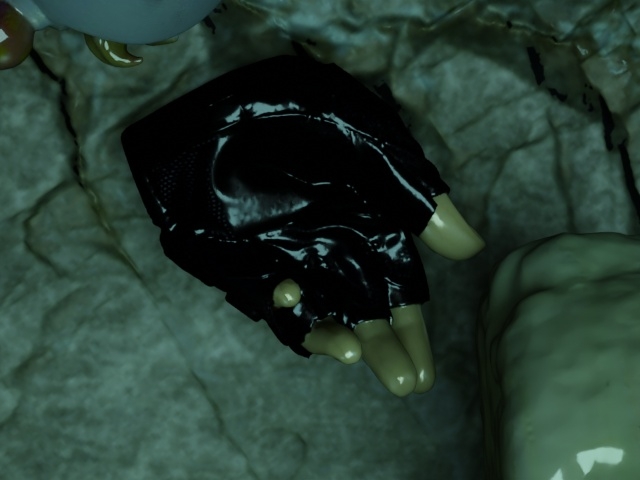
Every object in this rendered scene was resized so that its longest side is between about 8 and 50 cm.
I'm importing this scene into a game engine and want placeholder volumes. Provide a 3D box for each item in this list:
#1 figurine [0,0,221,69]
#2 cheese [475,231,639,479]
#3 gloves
[{"bbox_3d":[-0.149,-0.207,0.949,0.274,0.133,0.194,48,67,-21],"label":"figurine"},{"bbox_3d":[0.151,0.158,1.012,0.115,0.318,0.326,-6,118,3],"label":"cheese"},{"bbox_3d":[0.000,0.000,1.035,0.164,0.124,0.203,-26,104,4],"label":"gloves"}]
